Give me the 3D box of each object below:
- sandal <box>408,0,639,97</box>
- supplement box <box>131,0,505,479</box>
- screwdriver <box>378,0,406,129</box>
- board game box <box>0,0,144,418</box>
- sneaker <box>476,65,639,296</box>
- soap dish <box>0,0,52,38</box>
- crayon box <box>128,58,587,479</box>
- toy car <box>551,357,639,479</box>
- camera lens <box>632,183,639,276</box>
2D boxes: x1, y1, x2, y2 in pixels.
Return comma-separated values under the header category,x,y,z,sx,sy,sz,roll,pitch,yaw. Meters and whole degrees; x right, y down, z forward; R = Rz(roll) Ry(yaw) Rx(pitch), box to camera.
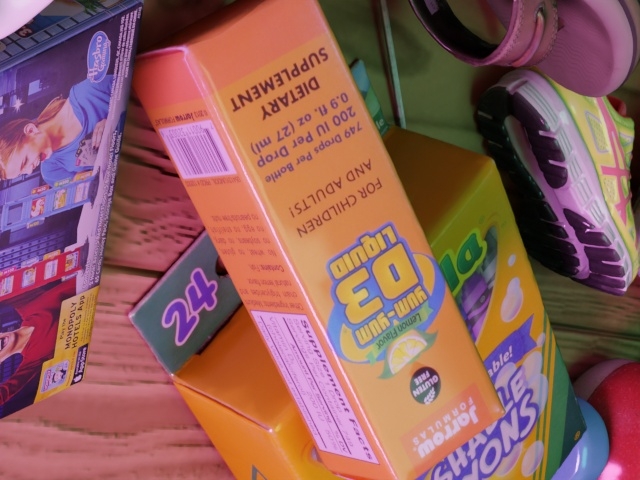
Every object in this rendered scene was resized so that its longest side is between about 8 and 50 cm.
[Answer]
category,x,y,z,sx,sy,sz,roll,pitch,yaw
sandal,0.080,-0.143,0.766,0.086,0.120,0.303,-55,150,2
supplement box,0.000,0.000,0.709,0.078,0.080,0.233,-33,107,-25
screwdriver,0.038,-0.123,0.813,0.024,0.025,0.170,-42,135,-29
board game box,-0.170,-0.002,0.581,0.194,0.060,0.194,-22,135,-46
sneaker,0.175,-0.047,0.969,0.094,0.081,0.208,-51,139,-23
soap dish,-0.104,-0.210,0.437,0.229,0.118,0.291,-45,161,-6
crayon box,0.041,0.083,0.872,0.203,0.083,0.323,-49,138,-22
toy car,0.275,0.216,1.090,0.219,0.238,0.210,-5,111,-49
camera lens,0.375,-0.062,1.085,0.274,0.219,0.219,-51,139,-19
